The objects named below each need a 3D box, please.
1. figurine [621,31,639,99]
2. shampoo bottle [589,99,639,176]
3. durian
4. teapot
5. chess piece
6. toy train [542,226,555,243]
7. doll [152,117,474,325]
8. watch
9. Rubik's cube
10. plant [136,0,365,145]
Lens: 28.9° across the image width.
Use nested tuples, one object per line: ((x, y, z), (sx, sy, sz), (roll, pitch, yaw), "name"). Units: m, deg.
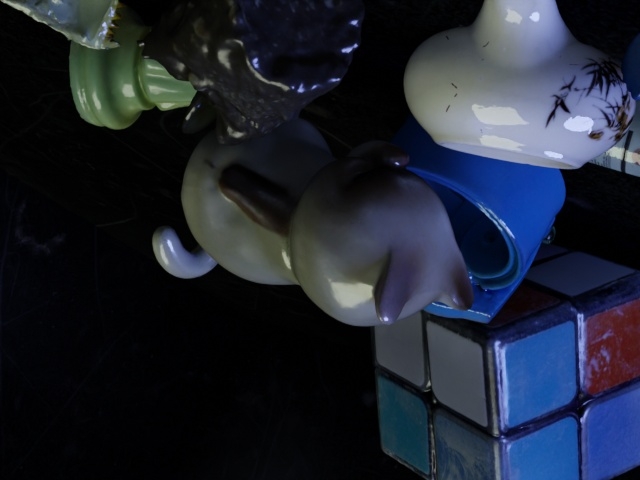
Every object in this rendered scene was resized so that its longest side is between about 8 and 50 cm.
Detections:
((0.390, -0.141, 1.068), (0.262, 0.120, 0.164), (5, -155, -44), "figurine")
((0.244, -0.144, 1.364), (0.262, 0.085, 0.085), (18, 167, 22), "shampoo bottle")
((-0.327, -0.330, 1.452), (0.252, 0.139, 0.144), (27, 163, -19), "durian")
((0.184, -0.147, 1.153), (0.208, 0.165, 0.300), (-1, -171, 13), "teapot")
((-0.172, -0.227, 1.663), (0.298, 0.175, 0.176), (5, 164, 14), "chess piece")
((0.221, -0.045, 1.832), (0.251, 0.085, 0.119), (16, 173, 18), "toy train")
((-0.007, -0.030, 1.486), (0.370, 0.226, 0.215), (14, -174, 35), "doll")
((0.156, -0.067, 1.624), (0.305, 0.241, 0.274), (25, 153, 17), "watch")
((0.283, 0.192, 1.854), (0.316, 0.318, 0.313), (-17, -158, -27), "Rubik's cube")
((-0.086, -0.226, 1.376), (0.188, 0.199, 0.276), (34, 161, -20), "plant")
